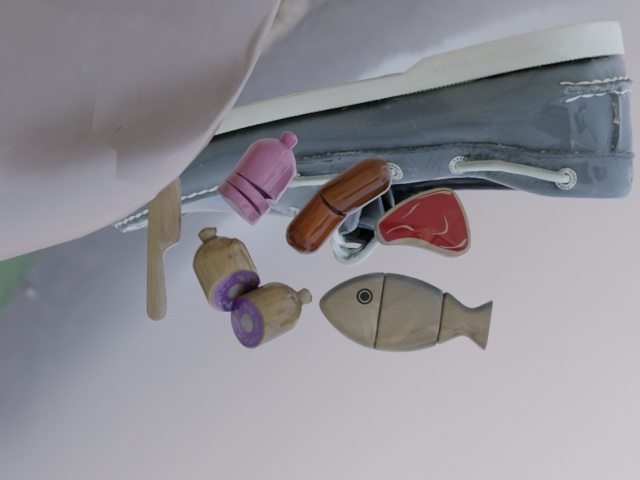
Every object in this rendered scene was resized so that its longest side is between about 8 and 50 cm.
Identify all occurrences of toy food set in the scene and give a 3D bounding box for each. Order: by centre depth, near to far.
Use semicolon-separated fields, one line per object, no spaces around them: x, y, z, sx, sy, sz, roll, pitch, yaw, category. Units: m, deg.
0.000;0.000;0.683;0.019;0.122;0.078;99;-9;-82;toy food set

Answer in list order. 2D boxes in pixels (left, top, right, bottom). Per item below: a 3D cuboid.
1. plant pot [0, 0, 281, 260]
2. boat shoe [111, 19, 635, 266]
-0.127;-0.079;0.343;0.229;0.263;0.263;6;143;-48;plant pot
0.017;-0.036;1.048;0.319;0.099;0.116;-14;-179;23;boat shoe
